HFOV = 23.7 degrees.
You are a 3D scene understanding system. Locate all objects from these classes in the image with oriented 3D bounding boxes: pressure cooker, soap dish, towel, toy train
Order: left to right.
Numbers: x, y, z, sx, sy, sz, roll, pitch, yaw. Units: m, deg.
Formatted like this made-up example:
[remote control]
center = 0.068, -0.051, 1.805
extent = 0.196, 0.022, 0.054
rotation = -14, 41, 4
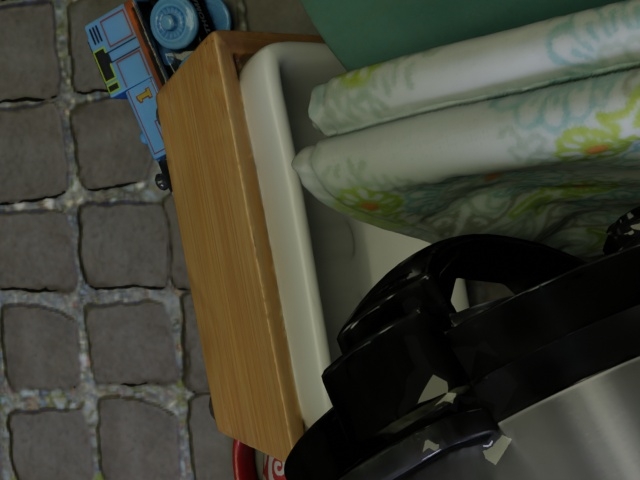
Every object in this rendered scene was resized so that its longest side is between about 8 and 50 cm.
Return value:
[toy train]
center = -0.106, -0.115, 1.201
extent = 0.105, 0.080, 0.184
rotation = -25, 86, 27
[soap dish]
center = 0.000, 0.000, 1.099
extent = 0.118, 0.229, 0.291
rotation = -12, 88, 35
[pressure cooker]
center = 0.185, 0.182, 0.901
extent = 0.375, 0.370, 0.420
rotation = -21, 70, -12
[towel]
center = 0.215, -0.058, 0.936
extent = 0.374, 0.320, 0.090
rotation = -11, 76, 33

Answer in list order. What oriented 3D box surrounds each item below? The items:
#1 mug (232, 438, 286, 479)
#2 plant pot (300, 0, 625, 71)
[mug]
center = -0.001, 0.207, 1.177
extent = 0.113, 0.150, 0.169
rotation = 3, 99, -18
[plant pot]
center = 0.111, -0.219, 1.022
extent = 0.235, 0.293, 0.293
rotation = -28, 83, 24
